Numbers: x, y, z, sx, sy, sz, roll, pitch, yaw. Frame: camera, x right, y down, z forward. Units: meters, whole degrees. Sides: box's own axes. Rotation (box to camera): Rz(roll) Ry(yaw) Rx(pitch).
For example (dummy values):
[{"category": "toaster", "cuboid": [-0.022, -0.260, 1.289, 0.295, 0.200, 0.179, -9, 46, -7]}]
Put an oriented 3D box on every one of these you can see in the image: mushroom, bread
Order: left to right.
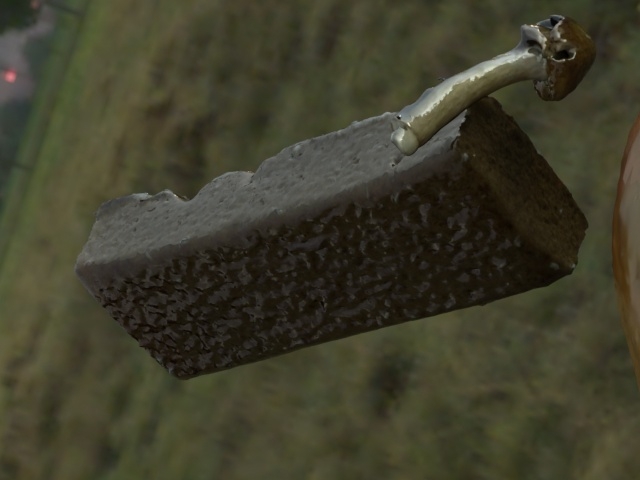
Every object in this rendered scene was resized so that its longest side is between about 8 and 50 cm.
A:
[{"category": "bread", "cuboid": [0.000, 0.000, 1.427, 0.416, 0.165, 0.113, -16, 40, 36]}, {"category": "mushroom", "cuboid": [0.121, -0.104, 1.249, 0.060, 0.187, 0.061, 34, 146, 47]}]

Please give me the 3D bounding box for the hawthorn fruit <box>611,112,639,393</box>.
[{"category": "hawthorn fruit", "cuboid": [0.358, 0.031, 0.748, 0.472, 0.472, 0.472, -162, 90, -78]}]
